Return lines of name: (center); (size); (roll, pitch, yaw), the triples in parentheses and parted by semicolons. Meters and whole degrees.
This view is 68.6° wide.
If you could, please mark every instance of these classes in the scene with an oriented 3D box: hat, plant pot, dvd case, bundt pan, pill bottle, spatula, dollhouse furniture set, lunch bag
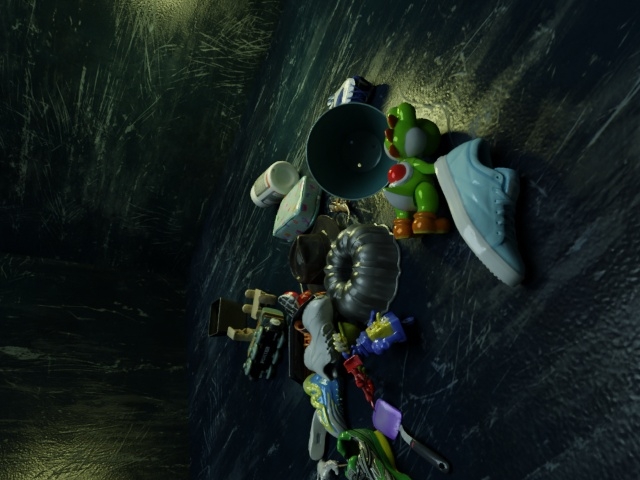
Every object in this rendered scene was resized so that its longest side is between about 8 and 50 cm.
hat: (-0.044, 0.064, 1.780); (0.331, 0.133, 0.332); (-17, 71, 63)
plant pot: (0.117, -0.284, 1.505); (0.195, 0.289, 0.291); (-38, -32, -73)
dvd case: (-0.079, 0.422, 1.699); (0.253, 0.022, 0.181); (70, -163, -65)
bundt pan: (0.111, 0.096, 1.489); (0.330, 0.124, 0.331); (-36, 49, 56)
pill bottle: (-0.227, -0.262, 2.274); (0.283, 0.161, 0.162); (-23, 60, 60)
plant pot: (-0.500, 0.428, 2.552); (0.188, 0.166, 0.188); (-31, 53, 56)
spatula: (0.226, 0.505, 1.199); (0.296, 0.030, 0.084); (18, 93, 64)
dollhouse furniture set: (-0.337, 0.354, 2.253); (0.212, 0.160, 0.243); (3, 83, 64)
lunch bag: (-0.093, -0.135, 1.994); (0.279, 0.107, 0.224); (-37, 34, 51)

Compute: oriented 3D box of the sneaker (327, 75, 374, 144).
sneaker: (0.114, -0.490, 1.708); (0.182, 0.127, 0.316); (126, 146, -45)

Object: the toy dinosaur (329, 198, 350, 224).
toy dinosaur: (0.088, -0.129, 1.716); (0.211, 0.064, 0.113); (-148, 52, -72)

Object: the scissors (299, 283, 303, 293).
scissors: (-0.093, 0.147, 1.971); (0.109, 0.021, 0.297); (118, 153, -43)

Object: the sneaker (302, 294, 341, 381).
sneaker: (0.019, 0.307, 1.472); (0.129, 0.110, 0.298); (31, 132, 49)

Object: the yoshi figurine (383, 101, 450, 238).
yoshi figurine: (0.273, -0.191, 1.278); (0.203, 0.203, 0.363); (11, -108, -77)

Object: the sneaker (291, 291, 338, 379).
sneaker: (-0.040, 0.332, 1.606); (0.124, 0.180, 0.322); (7, 86, 30)

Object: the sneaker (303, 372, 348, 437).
sneaker: (0.038, 0.511, 1.513); (0.126, 0.091, 0.240); (-50, 52, 11)

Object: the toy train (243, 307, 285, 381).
toy train: (-0.248, 0.461, 2.078); (0.190, 0.142, 0.334); (-104, 32, -62)

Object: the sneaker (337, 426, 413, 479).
sneaker: (0.140, 0.629, 1.195); (0.343, 0.146, 0.134); (48, 123, 58)

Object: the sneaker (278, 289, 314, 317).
sneaker: (-0.074, 0.226, 1.718); (0.118, 0.107, 0.279); (-50, -18, -14)

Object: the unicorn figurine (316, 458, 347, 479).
unicorn figurine: (0.019, 0.742, 1.492); (0.161, 0.060, 0.111); (-8, 73, 63)

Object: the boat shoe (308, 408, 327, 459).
boat shoe: (-0.005, 0.640, 1.587); (0.063, 0.066, 0.185); (167, 109, -73)

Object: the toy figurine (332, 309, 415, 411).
toy figurine: (0.173, 0.285, 1.307); (0.191, 0.217, 0.362); (58, -179, 0)

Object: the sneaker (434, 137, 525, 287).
sneaker: (0.373, -0.082, 1.021); (0.150, 0.135, 0.366); (-39, 53, 32)
